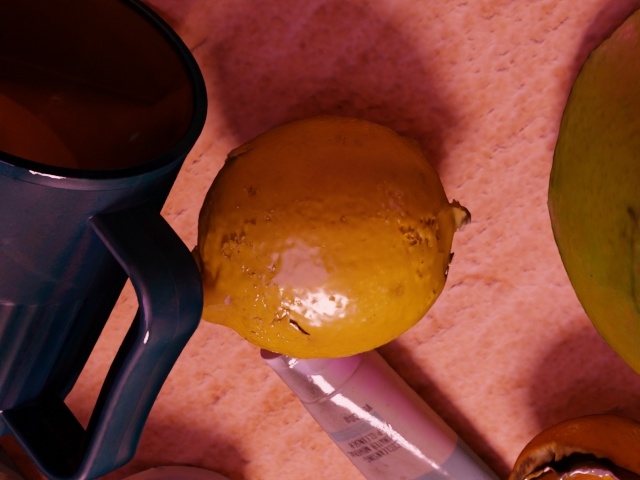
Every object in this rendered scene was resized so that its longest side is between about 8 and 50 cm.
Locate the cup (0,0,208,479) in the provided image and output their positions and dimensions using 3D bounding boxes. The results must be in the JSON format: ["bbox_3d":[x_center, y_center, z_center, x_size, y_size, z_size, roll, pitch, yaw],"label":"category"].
[{"bbox_3d":[-0.217,-0.011,1.380,0.308,0.242,0.292,29,127,0],"label":"cup"}]

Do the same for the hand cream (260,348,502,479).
[{"bbox_3d":[0.073,0.179,1.508,0.111,0.070,0.312,-32,111,29],"label":"hand cream"}]

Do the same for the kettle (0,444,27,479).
[{"bbox_3d":[-0.295,0.312,1.599,0.319,0.247,0.342,12,117,38],"label":"kettle"}]

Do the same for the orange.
[{"bbox_3d":[0.221,0.193,1.439,0.160,0.112,0.170,-6,143,10],"label":"orange"}]

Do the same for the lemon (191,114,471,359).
[{"bbox_3d":[0.000,0.000,1.348,0.206,0.173,0.173,-22,119,-15],"label":"lemon"}]

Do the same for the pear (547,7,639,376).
[{"bbox_3d":[0.334,0.008,1.248,0.399,0.165,0.399,9,123,13],"label":"pear"}]

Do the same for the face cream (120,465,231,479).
[{"bbox_3d":[-0.116,0.385,1.650,0.145,0.145,0.369,6,122,15],"label":"face cream"}]
